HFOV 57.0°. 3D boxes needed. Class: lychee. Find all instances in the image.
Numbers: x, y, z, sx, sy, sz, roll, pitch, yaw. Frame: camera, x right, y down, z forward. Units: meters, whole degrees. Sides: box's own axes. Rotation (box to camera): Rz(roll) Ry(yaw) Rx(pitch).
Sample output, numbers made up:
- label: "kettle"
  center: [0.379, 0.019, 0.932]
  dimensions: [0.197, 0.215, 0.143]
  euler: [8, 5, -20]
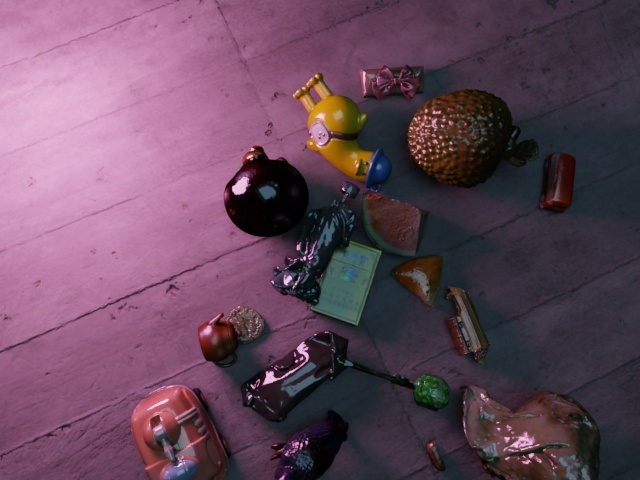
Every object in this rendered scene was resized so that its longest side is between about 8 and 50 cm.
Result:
- label: "lychee"
  center: [0.400, -0.280, 1.610]
  dimensions: [0.319, 0.270, 0.270]
  euler: [-10, 81, -17]

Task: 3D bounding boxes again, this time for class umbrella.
- label: "umbrella"
  center: [0.002, 0.001, 1.566]
  dimensions: [0.143, 0.094, 0.349]
  euler: [29, 84, -14]

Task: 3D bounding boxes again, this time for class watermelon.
- label: "watermelon"
  center: [0.194, -0.040, 1.629]
  dimensions: [0.231, 0.128, 0.146]
  euler: [15, 95, -12]

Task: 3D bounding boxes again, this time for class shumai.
- label: "shumai"
  center: [0.492, 0.495, 1.453]
  dimensions: [0.288, 0.330, 0.292]
  euler: [32, 105, -9]

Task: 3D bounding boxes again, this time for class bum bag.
- label: "bum bag"
  center: [-0.056, 0.362, 1.565]
  dimensions: [0.326, 0.080, 0.142]
  euler: [-34, 77, -5]

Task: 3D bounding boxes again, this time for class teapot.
- label: "teapot"
  center: [-0.259, 0.263, 1.551]
  dimensions: [0.116, 0.116, 0.173]
  euler: [-14, 116, -6]

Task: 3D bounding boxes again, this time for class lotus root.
- label: "lotus root"
  center: [0.306, 0.578, 1.570]
  dimensions: [0.030, 0.037, 0.083]
  euler: [-26, 83, -4]

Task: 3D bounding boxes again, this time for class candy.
- label: "candy"
  center: [0.194, 0.364, 1.556]
  dimensions: [0.323, 0.097, 0.097]
  euler: [21, 80, -9]

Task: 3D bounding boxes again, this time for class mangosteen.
- label: "mangosteen"
  center: [-0.146, -0.139, 1.573]
  dimensions: [0.228, 0.228, 0.266]
  euler: [-7, 67, -5]

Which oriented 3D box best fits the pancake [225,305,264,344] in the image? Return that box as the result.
- label: "pancake"
  center: [-0.206, 0.228, 1.604]
  dimensions: [0.108, 0.017, 0.108]
  euler: [1, 81, -4]

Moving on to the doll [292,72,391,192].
- label: "doll"
  center: [0.062, -0.287, 1.662]
  dimensions: [0.199, 0.145, 0.363]
  euler: [-33, 94, 31]

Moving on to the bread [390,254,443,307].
- label: "bread"
  center: [0.296, 0.093, 1.645]
  dimensions: [0.154, 0.054, 0.136]
  euler: [43, 78, 1]

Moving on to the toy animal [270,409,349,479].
- label: "toy animal"
  center: [-0.039, 0.540, 1.481]
  dimensions: [0.298, 0.185, 0.122]
  euler: [-27, 78, -27]

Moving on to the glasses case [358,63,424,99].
- label: "glasses case"
  center: [0.214, -0.460, 1.721]
  dimensions: [0.193, 0.070, 0.103]
  euler: [-5, 82, -4]

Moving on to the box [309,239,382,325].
- label: "box"
  center: [0.070, 0.110, 1.619]
  dimensions: [0.140, 0.064, 0.220]
  euler: [18, 81, 2]

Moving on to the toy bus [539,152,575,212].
- label: "toy bus"
  center: [0.690, -0.173, 1.701]
  dimensions: [0.079, 0.077, 0.174]
  euler: [11, 80, -2]

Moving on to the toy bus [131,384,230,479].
- label: "toy bus"
  center: [-0.349, 0.499, 1.445]
  dimensions: [0.194, 0.232, 0.288]
  euler: [-26, 81, -10]

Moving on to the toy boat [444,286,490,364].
- label: "toy boat"
  center: [0.393, 0.232, 1.619]
  dimensions: [0.088, 0.068, 0.226]
  euler: [-21, 83, -1]
